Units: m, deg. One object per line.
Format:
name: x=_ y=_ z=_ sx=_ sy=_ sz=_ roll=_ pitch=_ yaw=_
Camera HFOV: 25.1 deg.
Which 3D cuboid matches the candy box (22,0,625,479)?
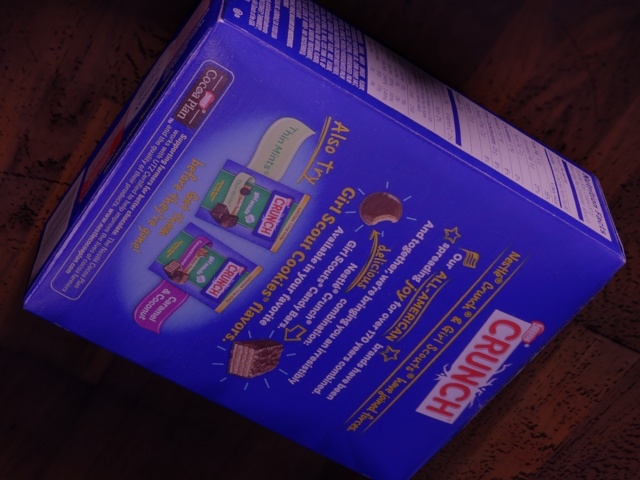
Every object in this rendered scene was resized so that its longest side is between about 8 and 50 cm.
candy box: x=0.000 y=0.000 z=0.997 sx=0.317 sy=0.122 sz=0.268 roll=30 pitch=121 yaw=-17
